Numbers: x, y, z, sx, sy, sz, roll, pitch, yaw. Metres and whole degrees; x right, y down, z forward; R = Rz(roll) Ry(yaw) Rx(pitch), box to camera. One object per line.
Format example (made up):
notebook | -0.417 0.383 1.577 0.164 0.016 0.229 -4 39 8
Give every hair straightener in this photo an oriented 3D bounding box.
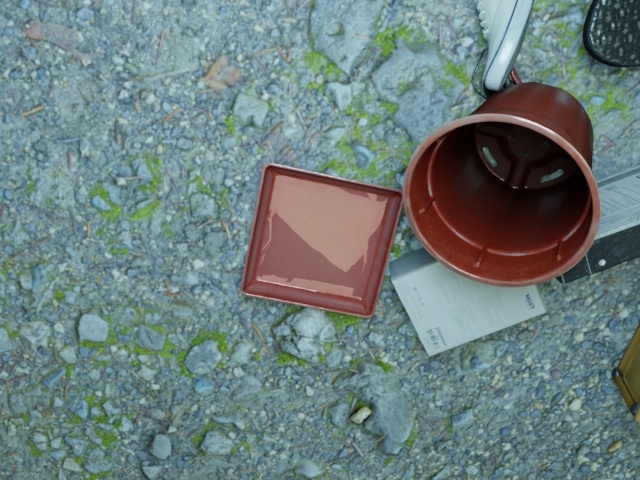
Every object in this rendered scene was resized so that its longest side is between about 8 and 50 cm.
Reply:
hair straightener | 0.333 -0.228 1.021 0.089 0.047 0.230 -32 105 8

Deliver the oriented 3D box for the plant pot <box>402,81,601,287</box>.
plant pot | 0.302 -0.112 0.914 0.273 0.265 0.272 16 127 22

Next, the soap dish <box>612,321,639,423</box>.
soap dish | 0.665 0.210 1.085 0.118 0.229 0.290 21 107 10

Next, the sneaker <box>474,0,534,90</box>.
sneaker | 0.294 -0.374 0.950 0.091 0.094 0.257 16 91 17

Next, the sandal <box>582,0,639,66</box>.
sandal | 0.583 -0.451 0.939 0.168 0.107 0.445 40 90 -11

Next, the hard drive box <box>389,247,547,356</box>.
hard drive box | 0.271 0.086 1.087 0.232 0.089 0.181 -23 107 13

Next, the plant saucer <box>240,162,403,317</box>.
plant saucer | 0.000 0.000 1.089 0.259 0.047 0.258 11 107 -5

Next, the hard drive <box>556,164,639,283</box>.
hard drive | 0.516 -0.050 0.984 0.339 0.237 0.064 -21 106 6
